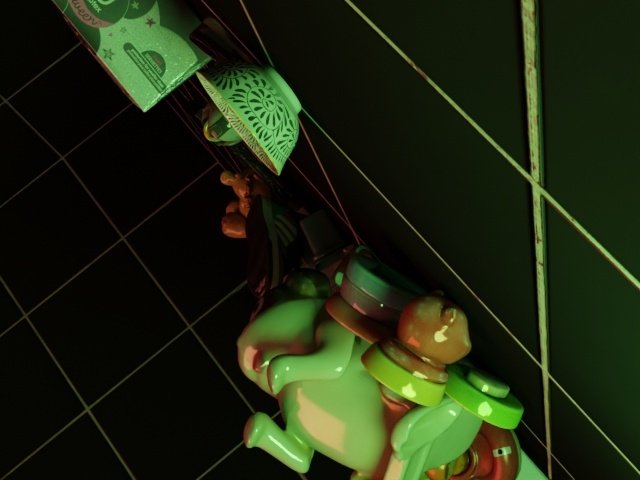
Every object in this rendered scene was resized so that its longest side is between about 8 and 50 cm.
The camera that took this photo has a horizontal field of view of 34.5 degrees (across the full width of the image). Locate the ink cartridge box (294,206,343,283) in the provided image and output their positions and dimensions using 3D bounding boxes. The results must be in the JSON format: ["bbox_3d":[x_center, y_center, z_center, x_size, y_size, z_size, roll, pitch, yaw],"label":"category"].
[{"bbox_3d":[-0.021,0.026,2.280,0.181,0.104,0.061,50,176,13],"label":"ink cartridge box"}]

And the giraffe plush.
[{"bbox_3d":[-0.158,-0.101,2.435,0.210,0.181,0.171,-116,12,-59],"label":"giraffe plush"}]

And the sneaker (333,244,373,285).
[{"bbox_3d":[0.105,0.086,1.798,0.128,0.087,0.221,36,177,20],"label":"sneaker"}]

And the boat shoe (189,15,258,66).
[{"bbox_3d":[-0.124,-0.244,1.419,0.152,0.049,0.056,49,175,24],"label":"boat shoe"}]

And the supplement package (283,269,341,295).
[{"bbox_3d":[0.008,0.118,2.457,0.203,0.149,0.194,53,175,-30],"label":"supplement package"}]

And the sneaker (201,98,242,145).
[{"bbox_3d":[-0.146,-0.202,1.642,0.100,0.108,0.271,50,177,-8],"label":"sneaker"}]

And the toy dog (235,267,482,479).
[{"bbox_3d":[0.045,0.214,1.674,0.408,0.395,0.285,33,135,27],"label":"toy dog"}]

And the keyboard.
[{"bbox_3d":[-0.150,-0.169,2.173,0.317,0.033,0.201,42,-179,-26],"label":"keyboard"}]

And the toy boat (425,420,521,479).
[{"bbox_3d":[0.231,0.384,1.805,0.151,0.231,0.151,2,-108,-61],"label":"toy boat"}]

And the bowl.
[{"bbox_3d":[-0.077,-0.173,1.324,0.170,0.080,0.170,51,176,5],"label":"bowl"}]

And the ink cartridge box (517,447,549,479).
[{"bbox_3d":[0.331,0.444,1.974,0.306,0.131,0.226,48,175,21],"label":"ink cartridge box"}]

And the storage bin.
[{"bbox_3d":[0.000,0.000,1.987,0.091,0.098,0.135,61,177,9],"label":"storage bin"}]

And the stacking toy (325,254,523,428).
[{"bbox_3d":[0.170,0.126,1.466,0.279,0.130,0.309,24,-168,-27],"label":"stacking toy"}]

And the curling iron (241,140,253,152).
[{"bbox_3d":[-0.127,-0.192,2.003,0.068,0.035,0.274,53,176,-24],"label":"curling iron"}]

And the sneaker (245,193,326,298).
[{"bbox_3d":[-0.055,0.031,2.090,0.178,0.124,0.296,18,-146,-18],"label":"sneaker"}]

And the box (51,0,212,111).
[{"bbox_3d":[-0.293,-0.341,1.595,0.247,0.163,0.142,52,177,-13],"label":"box"}]
